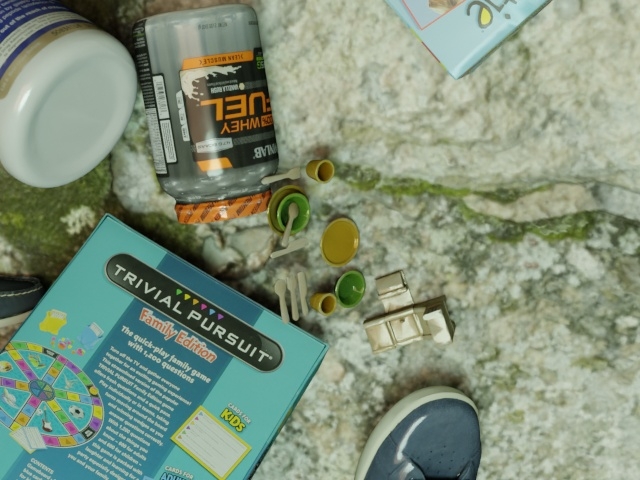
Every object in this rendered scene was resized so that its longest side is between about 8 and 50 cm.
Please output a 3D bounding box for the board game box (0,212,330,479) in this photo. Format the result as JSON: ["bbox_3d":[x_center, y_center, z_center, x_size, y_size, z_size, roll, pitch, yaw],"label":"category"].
[{"bbox_3d":[-0.185,0.176,1.030,0.253,0.079,0.336,31,62,5],"label":"board game box"}]

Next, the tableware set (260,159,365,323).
[{"bbox_3d":[0.000,0.000,1.052,0.024,0.104,0.154,16,119,51],"label":"tableware set"}]

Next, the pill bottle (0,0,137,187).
[{"bbox_3d":[-0.309,-0.174,1.032,0.264,0.153,0.153,34,107,23],"label":"pill bottle"}]

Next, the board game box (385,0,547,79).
[{"bbox_3d":[0.084,-0.287,0.953,0.144,0.142,0.275,-41,90,16],"label":"board game box"}]

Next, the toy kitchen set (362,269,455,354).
[{"bbox_3d":[0.076,0.069,1.057,0.083,0.075,0.068,-19,95,11],"label":"toy kitchen set"}]

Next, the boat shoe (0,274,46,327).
[{"bbox_3d":[-0.403,0.044,1.134,0.254,0.095,0.079,1,100,-1],"label":"boat shoe"}]

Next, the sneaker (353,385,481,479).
[{"bbox_3d":[0.096,0.313,1.041,0.131,0.148,0.350,5,106,-23],"label":"sneaker"}]

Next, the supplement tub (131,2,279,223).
[{"bbox_3d":[-0.103,-0.116,1.041,0.117,0.117,0.190,-7,99,14],"label":"supplement tub"}]
